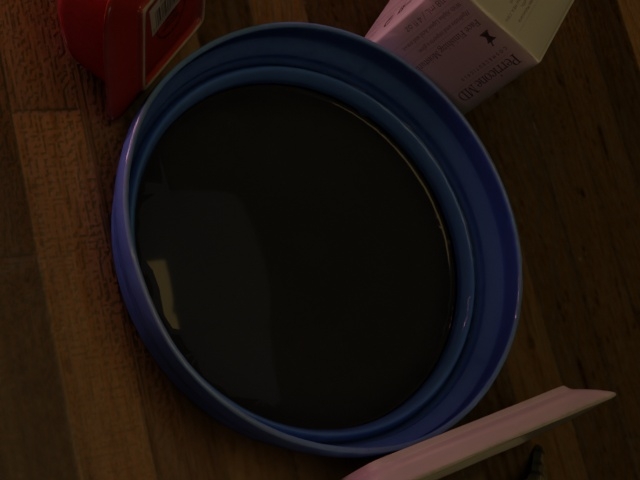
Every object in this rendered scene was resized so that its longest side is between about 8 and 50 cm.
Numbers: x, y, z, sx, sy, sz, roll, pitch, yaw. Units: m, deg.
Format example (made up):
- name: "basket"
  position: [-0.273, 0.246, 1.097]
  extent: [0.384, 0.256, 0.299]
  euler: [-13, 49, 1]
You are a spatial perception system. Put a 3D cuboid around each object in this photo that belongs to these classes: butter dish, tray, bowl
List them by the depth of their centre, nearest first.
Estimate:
- name: "tray"
  position: [0.112, 0.178, 0.976]
  extent: [0.270, 0.145, 0.030]
  euler: [-15, 73, -33]
- name: "butter dish"
  position: [-0.172, -0.213, 0.978]
  extent: [0.118, 0.160, 0.160]
  euler: [28, 58, 9]
- name: "bowl"
  position: [0.000, 0.000, 1.020]
  extent: [0.391, 0.077, 0.391]
  euler: [11, 66, -26]

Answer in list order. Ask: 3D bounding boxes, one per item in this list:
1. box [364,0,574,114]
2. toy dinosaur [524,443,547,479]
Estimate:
- name: "box"
  position: [0.150, -0.228, 1.127]
  extent: [0.119, 0.181, 0.182]
  euler: [39, 57, -11]
- name: "toy dinosaur"
  position: [0.143, 0.279, 1.009]
  extent: [0.268, 0.064, 0.118]
  euler: [-21, 77, -37]
